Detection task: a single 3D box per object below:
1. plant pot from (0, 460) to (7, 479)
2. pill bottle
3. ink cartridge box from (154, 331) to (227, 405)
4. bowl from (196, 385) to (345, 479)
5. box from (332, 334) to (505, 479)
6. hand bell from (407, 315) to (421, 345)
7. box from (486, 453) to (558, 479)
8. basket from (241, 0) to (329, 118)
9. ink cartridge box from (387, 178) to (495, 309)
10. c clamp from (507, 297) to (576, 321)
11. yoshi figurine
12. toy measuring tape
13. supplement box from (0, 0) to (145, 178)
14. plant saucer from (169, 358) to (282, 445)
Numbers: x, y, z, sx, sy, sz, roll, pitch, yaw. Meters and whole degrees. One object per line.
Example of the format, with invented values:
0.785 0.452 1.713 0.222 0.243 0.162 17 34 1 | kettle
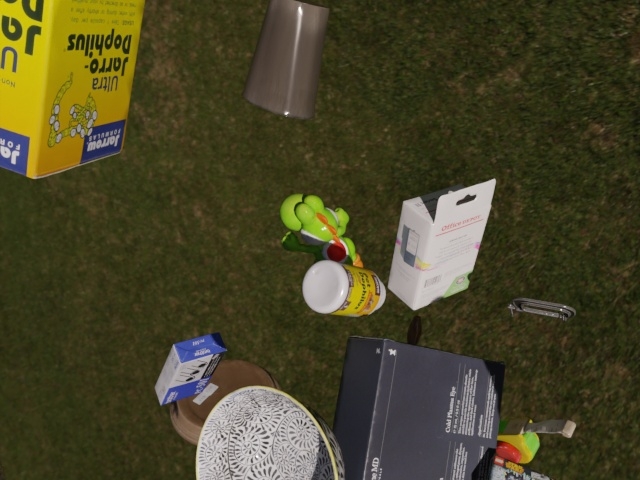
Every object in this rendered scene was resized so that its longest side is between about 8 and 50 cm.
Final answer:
-0.544 0.276 0.753 0.333 0.334 0.306 -11 104 42 | plant pot
0.062 0.113 1.407 0.117 0.215 0.117 -7 78 33 | pill bottle
-0.267 0.263 1.253 0.046 0.097 0.207 62 144 24 | ink cartridge box
-0.035 0.225 0.613 0.170 0.080 0.170 -2 86 33 | bowl
0.202 0.401 1.330 0.179 0.312 0.343 -15 62 65 | box
0.257 0.333 1.791 0.126 0.126 0.242 17 106 35 | hand bell
0.400 0.495 1.230 0.137 0.094 0.027 19 131 12 | box
-0.068 -0.404 1.343 0.204 0.154 0.227 42 124 45 | basket
0.308 -0.012 1.595 0.119 0.207 0.354 44 140 41 | ink cartridge box
0.509 0.159 1.429 0.160 0.137 0.022 7 68 32 | c clamp
-0.009 -0.018 1.848 0.203 0.204 0.362 -6 140 18 | yoshi figurine
0.550 0.519 1.598 0.121 0.121 0.330 63 149 4 | toy measuring tape
-0.338 -0.282 0.720 0.194 0.195 0.357 18 111 8 | supplement box
-0.231 0.387 1.514 0.277 0.278 0.041 24 131 32 | plant saucer
